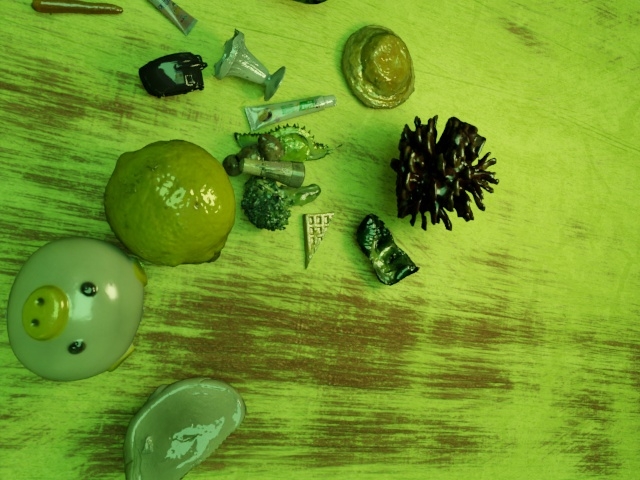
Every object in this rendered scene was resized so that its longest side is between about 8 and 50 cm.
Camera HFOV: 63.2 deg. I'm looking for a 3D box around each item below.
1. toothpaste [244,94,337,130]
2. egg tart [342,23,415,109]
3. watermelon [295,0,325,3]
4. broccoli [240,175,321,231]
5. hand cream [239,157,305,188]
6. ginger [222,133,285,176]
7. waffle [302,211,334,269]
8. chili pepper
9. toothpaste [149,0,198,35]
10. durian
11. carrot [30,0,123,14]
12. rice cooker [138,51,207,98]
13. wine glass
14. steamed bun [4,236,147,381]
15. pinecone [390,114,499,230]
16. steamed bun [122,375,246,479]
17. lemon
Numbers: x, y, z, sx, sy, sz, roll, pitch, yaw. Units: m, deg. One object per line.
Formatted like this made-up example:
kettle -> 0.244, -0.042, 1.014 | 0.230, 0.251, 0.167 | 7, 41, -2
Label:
toothpaste -> -0.096, -0.443, 1.754 | 0.315, 0.056, 0.058 | -18, 49, -19
egg tart -> 0.228, -0.627, 1.851 | 0.319, 0.128, 0.318 | 2, 85, -24
watermelon -> -0.044, -0.919, 1.673 | 0.285, 0.285, 0.285 | 1, 87, -22
broccoli -> -0.144, -0.143, 1.692 | 0.199, 0.177, 0.275 | 30, 41, 15
hand cream -> -0.150, -0.217, 1.595 | 0.203, 0.084, 0.083 | 9, 84, -21
ginger -> -0.214, -0.264, 1.639 | 0.204, 0.080, 0.104 | -25, 126, 18
waffle -> 0.000, 0.000, 1.778 | 0.125, 0.032, 0.190 | -5, 91, -25
chili pepper -> 0.212, 0.030, 1.827 | 0.148, 0.116, 0.264 | -36, 100, -8
toothpaste -> -0.480, -0.727, 1.617 | 0.194, 0.043, 0.067 | 35, 72, -22
durian -> -0.097, -0.316, 1.715 | 0.375, 0.107, 0.132 | 5, 91, -18
carrot -> -0.708, -0.682, 1.521 | 0.248, 0.043, 0.043 | -8, 90, -25
rice cooker -> -0.439, -0.499, 1.567 | 0.203, 0.142, 0.118 | -18, 106, -22
wine glass -> -0.223, -0.546, 1.649 | 0.197, 0.165, 0.164 | 26, 78, -22
steamed bun -> -0.633, 0.177, 1.360 | 0.334, 0.334, 0.373 | 11, 89, -21
pinecone -> 0.406, -0.214, 1.745 | 0.398, 0.398, 0.397 | 1, 87, -22
steamed bun -> -0.407, 0.533, 1.473 | 0.383, 0.247, 0.236 | -42, 82, -19
lemon -> -0.407, -0.097, 1.455 | 0.350, 0.350, 0.387 | -47, 107, -18
